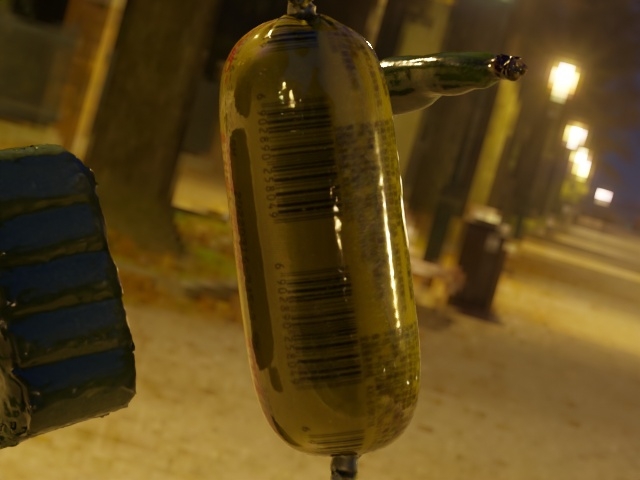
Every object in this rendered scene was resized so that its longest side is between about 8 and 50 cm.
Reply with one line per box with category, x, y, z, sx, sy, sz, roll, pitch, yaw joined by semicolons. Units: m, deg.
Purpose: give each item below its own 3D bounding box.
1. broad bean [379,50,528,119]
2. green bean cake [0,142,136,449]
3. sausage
broad bean;0.060;-0.121;1.527;0.060;0.043;0.297;29;-21;-23
green bean cake;-0.229;0.039;1.354;0.113;0.214;0.200;-13;4;-36
sausage;0.000;0.000;1.315;0.123;0.347;0.123;-6;5;1
